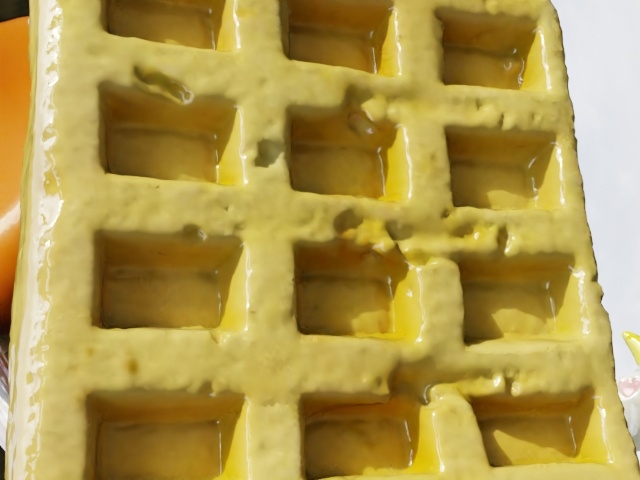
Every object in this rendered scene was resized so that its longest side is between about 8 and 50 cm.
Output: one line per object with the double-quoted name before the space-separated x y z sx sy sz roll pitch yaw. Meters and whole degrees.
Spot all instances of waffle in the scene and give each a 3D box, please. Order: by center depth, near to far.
"waffle" 0.000 0.000 0.378 0.221 0.055 0.248 3 -111 -19

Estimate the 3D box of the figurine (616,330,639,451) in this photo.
"figurine" 0.279 0.140 0.757 0.129 0.178 0.109 -16 -41 -29

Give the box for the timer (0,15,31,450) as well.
"timer" -0.141 0.042 0.517 0.161 0.250 0.257 -25 -49 -13
